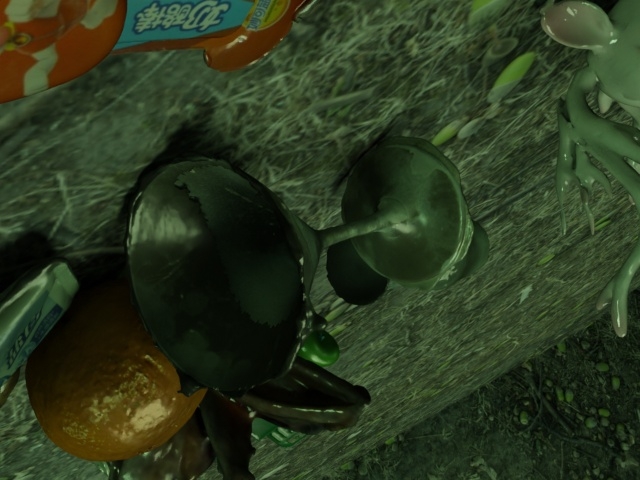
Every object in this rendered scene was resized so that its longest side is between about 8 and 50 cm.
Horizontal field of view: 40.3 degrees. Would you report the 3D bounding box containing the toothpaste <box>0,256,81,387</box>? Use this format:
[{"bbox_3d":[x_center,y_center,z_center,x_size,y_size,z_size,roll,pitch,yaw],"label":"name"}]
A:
[{"bbox_3d":[-0.243,0.112,0.510,0.268,0.047,0.069,-48,142,-16],"label":"toothpaste"}]

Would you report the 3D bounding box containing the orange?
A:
[{"bbox_3d":[-0.142,0.088,0.610,0.117,0.136,0.135,28,124,-31],"label":"orange"}]

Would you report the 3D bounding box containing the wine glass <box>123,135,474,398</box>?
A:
[{"bbox_3d":[0.000,0.000,0.599,0.232,0.156,0.156,-17,157,-51],"label":"wine glass"}]

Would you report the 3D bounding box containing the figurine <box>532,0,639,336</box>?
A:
[{"bbox_3d":[0.282,-0.106,0.599,0.206,0.284,0.315,-18,169,-33],"label":"figurine"}]

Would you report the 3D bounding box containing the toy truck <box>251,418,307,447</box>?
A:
[{"bbox_3d":[-0.061,0.152,0.899,0.065,0.079,0.147,-37,121,17],"label":"toy truck"}]

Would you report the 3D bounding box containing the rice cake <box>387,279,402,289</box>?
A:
[{"bbox_3d":[0.101,0.027,0.976,0.034,0.043,0.211,-36,163,35],"label":"rice cake"}]

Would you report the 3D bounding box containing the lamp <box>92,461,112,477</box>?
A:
[{"bbox_3d":[-0.172,0.174,0.943,0.198,0.056,0.050,-40,163,-13],"label":"lamp"}]

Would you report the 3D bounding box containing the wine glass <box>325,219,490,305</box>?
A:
[{"bbox_3d":[0.094,0.015,0.877,0.195,0.079,0.079,-7,149,-50],"label":"wine glass"}]

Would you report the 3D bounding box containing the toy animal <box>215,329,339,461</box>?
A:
[{"bbox_3d":[-0.056,0.176,1.013,0.103,0.100,0.208,31,108,-27],"label":"toy animal"}]

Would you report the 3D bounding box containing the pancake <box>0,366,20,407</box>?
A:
[{"bbox_3d":[-0.267,0.104,0.535,0.199,0.021,0.199,-40,154,-24],"label":"pancake"}]

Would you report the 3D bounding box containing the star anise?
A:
[{"bbox_3d":[-0.088,0.136,0.706,0.257,0.198,0.110,-38,126,11],"label":"star anise"}]

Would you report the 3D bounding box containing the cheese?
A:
[{"bbox_3d":[-0.096,-0.092,0.357,0.256,0.037,0.106,-14,156,-41],"label":"cheese"}]
